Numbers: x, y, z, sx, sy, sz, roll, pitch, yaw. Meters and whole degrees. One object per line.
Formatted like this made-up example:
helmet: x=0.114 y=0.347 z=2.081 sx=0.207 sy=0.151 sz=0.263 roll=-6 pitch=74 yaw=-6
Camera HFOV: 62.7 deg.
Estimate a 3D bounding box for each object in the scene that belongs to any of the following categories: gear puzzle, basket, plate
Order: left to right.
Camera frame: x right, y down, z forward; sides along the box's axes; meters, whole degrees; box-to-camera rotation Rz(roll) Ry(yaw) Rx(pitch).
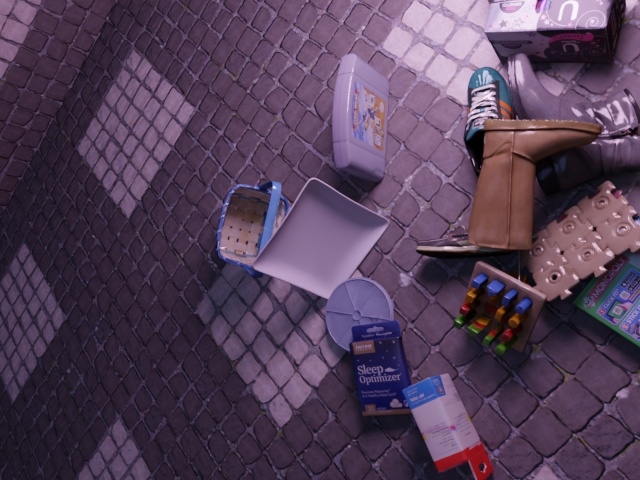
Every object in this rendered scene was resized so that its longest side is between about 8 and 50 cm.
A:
basket: x=-0.183 y=-0.040 z=1.469 sx=0.289 sy=0.201 sz=0.254 roll=-163 pitch=87 yaw=-72
plate: x=0.000 y=0.000 z=1.354 sx=0.278 sy=0.277 sz=0.045 roll=-55 pitch=35 yaw=14
gear puzzle: x=0.516 y=0.041 z=1.112 sx=0.339 sy=0.044 sz=0.175 roll=-44 pitch=37 yaw=28

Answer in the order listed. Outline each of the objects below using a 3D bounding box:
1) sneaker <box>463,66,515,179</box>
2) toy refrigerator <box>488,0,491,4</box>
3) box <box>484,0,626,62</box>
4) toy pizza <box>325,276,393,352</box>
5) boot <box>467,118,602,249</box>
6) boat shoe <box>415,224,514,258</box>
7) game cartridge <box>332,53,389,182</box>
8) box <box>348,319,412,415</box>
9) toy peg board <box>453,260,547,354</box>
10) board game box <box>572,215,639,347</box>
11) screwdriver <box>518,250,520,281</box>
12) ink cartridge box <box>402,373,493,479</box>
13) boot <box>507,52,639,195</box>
sneaker: x=0.389 y=-0.274 z=1.215 sx=0.108 sy=0.121 sz=0.301 roll=-11 pitch=77 yaw=31
toy refrigerator: x=0.518 y=-0.626 z=1.198 sx=0.270 sy=0.102 sz=0.094 roll=-8 pitch=78 yaw=32
box: x=0.509 y=-0.483 z=1.144 sx=0.248 sy=0.163 sz=0.142 roll=12 pitch=88 yaw=34
toy pizza: x=0.103 y=0.197 z=1.382 sx=0.202 sy=0.032 sz=0.201 roll=-6 pitch=79 yaw=31
boot: x=0.438 y=-0.113 z=1.092 sx=0.236 sy=0.089 sz=0.269 roll=8 pitch=103 yaw=31
boat shoe: x=0.338 y=0.001 z=1.238 sx=0.224 sy=0.080 sz=0.073 roll=-2 pitch=76 yaw=27
game cartridge: x=0.105 y=-0.315 z=1.358 sx=0.062 sy=0.198 sz=0.296 roll=0 pitch=83 yaw=33
box: x=0.150 y=0.318 z=1.305 sx=0.137 sy=0.037 sz=0.225 roll=-13 pitch=85 yaw=27
toy peg board: x=0.376 y=0.157 z=1.141 sx=0.161 sy=0.079 sz=0.160 roll=32 pitch=133 yaw=32
board game box: x=0.685 y=0.060 z=1.021 sx=0.213 sy=0.046 sz=0.317 roll=40 pitch=105 yaw=31
screwdriver: x=0.443 y=0.031 z=1.166 sx=0.024 sy=0.025 sz=0.169 roll=-25 pitch=51 yaw=48
ink cartridge box: x=0.285 y=0.422 z=1.170 sx=0.078 sy=0.134 sz=0.230 roll=-33 pitch=66 yaw=24
boot: x=0.548 y=-0.279 z=1.133 sx=0.223 sy=0.118 sz=0.337 roll=-19 pitch=84 yaw=27
